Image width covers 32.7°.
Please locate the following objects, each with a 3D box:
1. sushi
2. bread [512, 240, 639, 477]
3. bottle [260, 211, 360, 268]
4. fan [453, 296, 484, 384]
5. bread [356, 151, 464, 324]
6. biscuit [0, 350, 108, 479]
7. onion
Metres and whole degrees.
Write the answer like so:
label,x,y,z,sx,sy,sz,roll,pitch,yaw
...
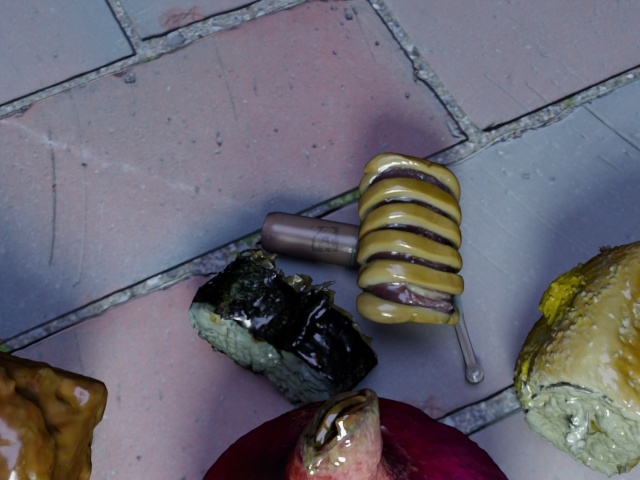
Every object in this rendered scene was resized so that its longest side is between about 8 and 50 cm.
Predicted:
label,x,y,z,sx,sy,sz,roll,pitch,yaw
sushi,-0.040,0.092,1.221,0.213,0.147,0.115,29,64,20
bread,0.307,0.121,1.176,0.176,0.195,0.246,28,63,11
bottle,0.000,0.000,1.327,0.140,0.053,0.053,10,60,5
fan,0.156,0.045,1.319,0.057,0.023,0.282,-10,60,-10
bread,0.109,0.003,1.269,0.134,0.081,0.225,16,55,-23
biscuit,-0.439,0.246,1.069,0.395,0.166,0.342,12,80,8
onion,0.029,0.266,0.987,0.348,0.385,0.347,-4,43,3
